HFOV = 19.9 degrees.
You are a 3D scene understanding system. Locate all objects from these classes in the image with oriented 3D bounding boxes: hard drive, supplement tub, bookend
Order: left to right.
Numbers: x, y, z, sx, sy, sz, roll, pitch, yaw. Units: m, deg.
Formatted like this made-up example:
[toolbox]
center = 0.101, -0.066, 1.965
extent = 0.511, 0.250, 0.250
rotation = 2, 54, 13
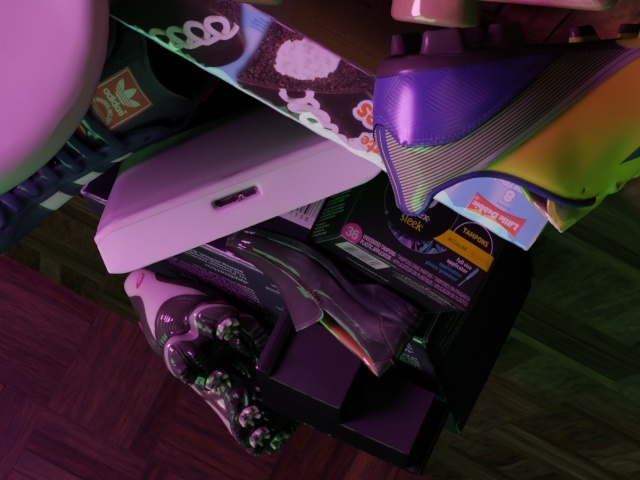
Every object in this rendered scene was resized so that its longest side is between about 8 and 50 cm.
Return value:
[supplement tub]
center = -0.298, -0.143, 1.200
extent = 0.241, 0.241, 0.331
rotation = 34, 170, -24
[hard drive]
center = -0.062, -0.057, 1.393
extent = 0.307, 0.203, 0.040
rotation = -103, -8, -77
[bookend]
center = 0.031, 0.127, 1.574
extent = 0.156, 0.072, 0.157
rotation = 24, 165, 9

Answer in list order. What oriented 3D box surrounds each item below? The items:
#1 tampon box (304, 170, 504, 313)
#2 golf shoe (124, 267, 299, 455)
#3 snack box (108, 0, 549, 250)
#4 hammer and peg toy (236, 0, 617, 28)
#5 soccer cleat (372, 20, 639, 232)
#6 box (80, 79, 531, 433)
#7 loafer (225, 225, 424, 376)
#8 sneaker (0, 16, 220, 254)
[tampon box]
center = 0.084, -0.041, 1.419
extent = 0.120, 0.161, 0.101
rotation = 30, 169, -13
[golf shoe]
center = -0.086, 0.107, 1.719
extent = 0.120, 0.105, 0.273
rotation = 39, 171, 35
[snack box]
center = 0.018, -0.127, 1.245
extent = 0.322, 0.060, 0.187
rotation = 29, -155, -8
[hammer and peg toy]
center = -0.005, -0.204, 1.022
extent = 0.361, 0.127, 0.266
rotation = 5, -179, -35
[soccer cleat]
center = 0.164, -0.067, 1.067
extent = 0.289, 0.121, 0.093
rotation = -4, -175, -21
[box]
center = 0.000, 0.000, 1.695
extent = 0.343, 0.179, 0.312
rotation = 23, 165, 16
[loafer]
center = -0.004, 0.044, 1.427
extent = 0.170, 0.061, 0.062
rotation = 29, 170, -2
[sneaker]
center = -0.193, -0.096, 1.415
extent = 0.148, 0.350, 0.131
rotation = -1, 129, 52
